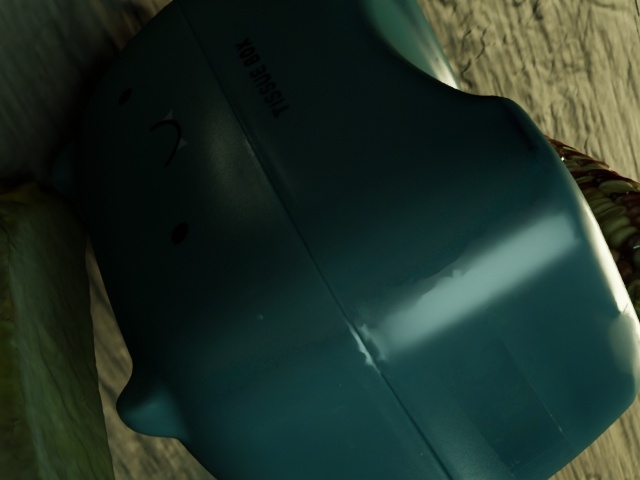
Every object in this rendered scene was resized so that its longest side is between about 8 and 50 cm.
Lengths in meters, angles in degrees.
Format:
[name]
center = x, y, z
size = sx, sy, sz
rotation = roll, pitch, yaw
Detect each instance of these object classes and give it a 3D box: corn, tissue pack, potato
[corn]
center = 0.139, -0.002, 0.743
size = 0.098, 0.290, 0.098
rotation = -5, 107, -17
[tissue pack]
center = 0.000, 0.000, 0.626
size = 0.206, 0.287, 0.198
rotation = -31, 132, 4
[potato]
center = -0.163, 0.096, 0.553
size = 0.269, 0.255, 0.112
rotation = -47, 133, -13
